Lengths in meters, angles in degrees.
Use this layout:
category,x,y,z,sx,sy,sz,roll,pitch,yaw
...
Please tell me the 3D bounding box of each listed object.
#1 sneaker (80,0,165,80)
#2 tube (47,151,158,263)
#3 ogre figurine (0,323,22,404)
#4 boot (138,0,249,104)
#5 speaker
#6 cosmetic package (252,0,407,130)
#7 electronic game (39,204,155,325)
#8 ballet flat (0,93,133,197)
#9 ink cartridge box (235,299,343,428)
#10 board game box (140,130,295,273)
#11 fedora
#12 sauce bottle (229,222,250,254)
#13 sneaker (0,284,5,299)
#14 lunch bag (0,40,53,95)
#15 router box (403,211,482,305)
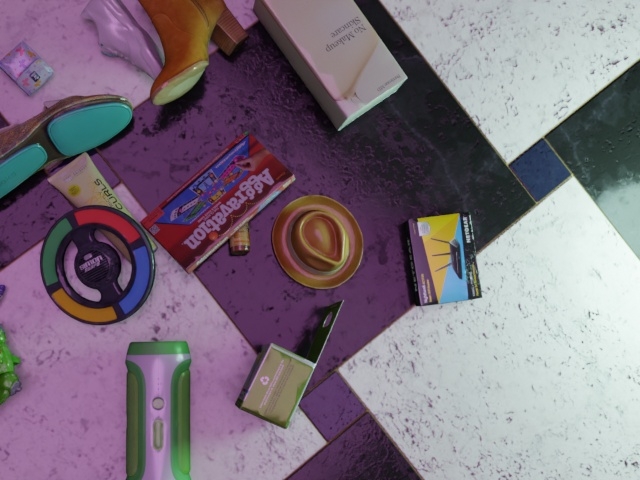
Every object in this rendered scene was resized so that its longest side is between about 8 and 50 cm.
category,x,y,z,sx,sy,sz,roll,pitch,yaw
sneaker,-0.387,-0.386,1.805,0.094,0.080,0.212,-37,94,9
tube,-0.415,-0.055,1.764,0.240,0.070,0.062,49,120,3
ogre figurine,-0.623,0.233,1.682,0.118,0.096,0.197,-23,51,-5
boot,-0.294,-0.405,1.769,0.211,0.104,0.295,44,52,-3
speaker,-0.302,0.337,1.702,0.131,0.131,0.296,0,84,-9
cosmetic package,0.016,-0.398,1.843,0.160,0.113,0.309,-36,89,-11
electronic game,-0.421,0.047,1.722,0.229,0.048,0.229,1,96,11
ballet flat,-0.530,-0.201,1.742,0.349,0.123,0.123,-33,90,-13
ink cartridge box,-0.061,0.216,1.725,0.097,0.189,0.255,25,79,-4
board game box,-0.201,-0.078,1.790,0.281,0.027,0.145,-43,72,-10
fedora,0.000,0.000,1.812,0.194,0.079,0.194,1,84,-9
sauce bottle,-0.163,-0.037,1.808,0.042,0.042,0.128,-5,77,-10
sneaker,-0.669,0.058,1.717,0.170,0.068,0.071,41,64,-11
lunch bag,-0.571,-0.333,1.772,0.071,0.053,0.083,-45,101,-9
router box,0.250,0.039,1.864,0.133,0.046,0.178,-8,85,-10
